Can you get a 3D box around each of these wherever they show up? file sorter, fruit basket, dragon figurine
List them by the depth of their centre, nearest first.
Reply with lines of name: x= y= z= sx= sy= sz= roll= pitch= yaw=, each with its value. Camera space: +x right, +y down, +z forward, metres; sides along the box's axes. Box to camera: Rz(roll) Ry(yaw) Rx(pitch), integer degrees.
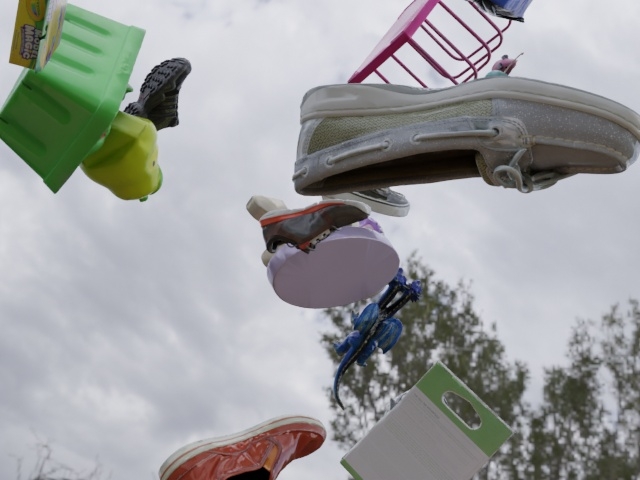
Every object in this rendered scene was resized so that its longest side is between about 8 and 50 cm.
dragon figurine: x=0.097 y=0.173 z=1.490 sx=0.085 sy=0.289 sz=0.144 roll=38 pitch=-38 yaw=-3
file sorter: x=0.231 y=-0.381 z=1.574 sx=0.182 sy=0.290 sz=0.202 roll=42 pitch=-34 yaw=-11
fruit basket: x=-0.436 y=-0.245 z=1.594 sx=0.392 sy=0.392 sz=0.283 roll=30 pitch=-56 yaw=-29

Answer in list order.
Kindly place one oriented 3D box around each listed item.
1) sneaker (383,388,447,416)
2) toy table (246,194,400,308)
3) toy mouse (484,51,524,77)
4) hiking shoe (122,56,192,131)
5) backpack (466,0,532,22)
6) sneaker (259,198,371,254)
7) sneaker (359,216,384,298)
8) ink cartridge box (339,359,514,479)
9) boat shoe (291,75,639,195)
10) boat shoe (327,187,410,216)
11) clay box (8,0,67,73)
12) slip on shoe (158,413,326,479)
sneaker: x=0.213 y=0.403 z=1.787 sx=0.146 sy=0.122 sz=0.330 roll=-28 pitch=-11 yaw=6
toy table: x=0.000 y=0.000 z=1.344 sx=0.252 sy=0.161 sz=0.274 roll=-43 pitch=-35 yaw=17
toy mouse: x=0.272 y=-0.251 z=1.224 sx=0.031 sy=0.161 sz=0.143 roll=33 pitch=-32 yaw=5
hiking shoe: x=-0.366 y=-0.323 z=1.826 sx=0.227 sy=0.086 sz=0.114 roll=-49 pitch=-40 yaw=6
backpack: x=0.168 y=-0.277 z=0.764 sx=0.098 sy=0.120 sz=0.101 roll=31 pitch=-65 yaw=17
sneaker: x=-0.005 y=-0.013 z=1.051 sx=0.158 sy=0.064 sz=0.061 roll=-11 pitch=-16 yaw=20
sneaker: x=0.083 y=0.013 z=1.733 sx=0.095 sy=0.236 sz=0.104 roll=-32 pitch=-51 yaw=23
ink cartridge box: x=0.172 y=0.338 z=1.268 sx=0.171 sy=0.235 sz=0.056 roll=43 pitch=-6 yaw=22
boat shoe: x=0.122 y=-0.081 z=0.705 sx=0.320 sy=0.103 sz=0.118 roll=7 pitch=-9 yaw=25
boat shoe: x=0.081 y=-0.088 z=1.279 sx=0.219 sy=0.070 sz=0.078 roll=11 pitch=14 yaw=-48
clay box: x=-0.427 y=-0.342 z=1.194 sx=0.053 sy=0.222 sz=0.127 roll=13 pitch=-68 yaw=-15
slip on shoe: x=-0.106 y=0.363 z=1.266 sx=0.331 sy=0.101 sz=0.123 roll=-2 pitch=-47 yaw=-50
